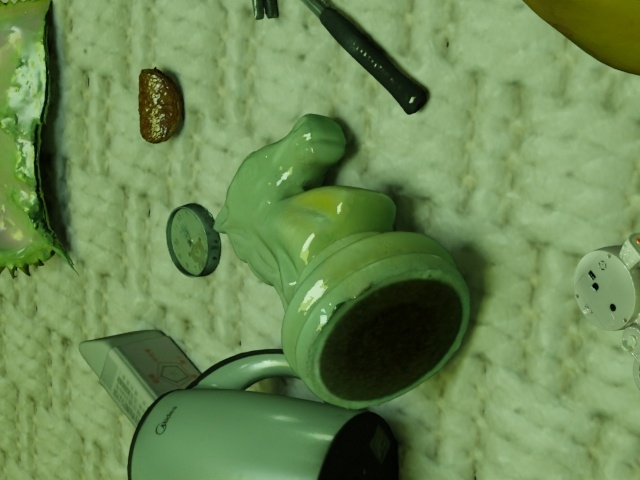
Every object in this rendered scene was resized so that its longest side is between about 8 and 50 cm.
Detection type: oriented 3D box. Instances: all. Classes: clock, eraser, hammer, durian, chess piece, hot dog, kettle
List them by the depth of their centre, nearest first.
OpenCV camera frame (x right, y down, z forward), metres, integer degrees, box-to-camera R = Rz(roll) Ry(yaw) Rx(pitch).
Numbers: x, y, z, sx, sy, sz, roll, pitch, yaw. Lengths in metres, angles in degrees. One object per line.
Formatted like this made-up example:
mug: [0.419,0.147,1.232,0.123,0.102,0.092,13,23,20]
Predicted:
clock: [0.247,0.058,1.000,0.087,0.041,0.129,-52,57,47]
chess piece: [0.000,0.000,1.211,0.298,0.175,0.176,53,136,44]
hammer: [0.013,-0.196,1.214,0.246,0.029,0.103,50,133,26]
kettle: [-0.054,0.205,1.283,0.236,0.221,0.161,5,146,32]
hot dog: [-0.180,-0.150,1.443,0.058,0.035,0.083,18,114,46]
clock: [-0.143,0.000,1.455,0.085,0.017,0.085,17,112,46]
eraser: [-0.148,0.205,1.463,0.352,0.089,0.061,46,127,33]
durian: [-0.409,-0.126,1.631,0.169,0.158,0.352,8,103,36]

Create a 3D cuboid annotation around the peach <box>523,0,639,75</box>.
peach: [0.250,-0.231,0.749,0.308,0.289,0.289,-21,83,22]
